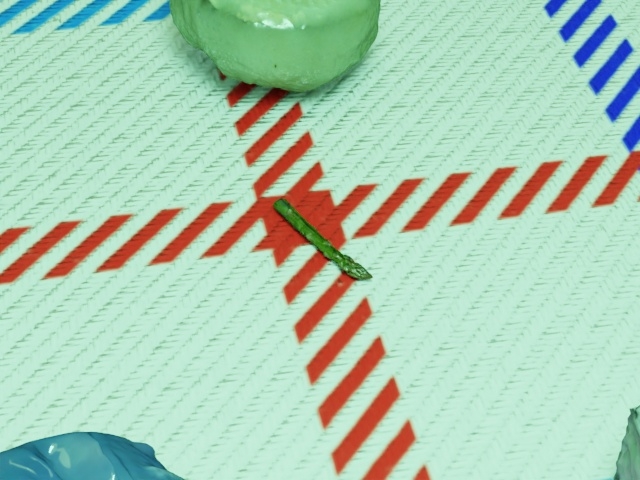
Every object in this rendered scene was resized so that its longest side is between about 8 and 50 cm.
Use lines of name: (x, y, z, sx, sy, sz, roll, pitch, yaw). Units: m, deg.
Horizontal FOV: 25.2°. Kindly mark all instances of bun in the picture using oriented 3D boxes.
bun: (-0.045, -0.206, 1.295, 0.195, 0.118, 0.195, 6, 45, -6)

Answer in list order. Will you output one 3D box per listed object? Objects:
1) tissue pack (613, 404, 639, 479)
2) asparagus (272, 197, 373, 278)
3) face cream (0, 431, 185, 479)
tissue pack: (0.383, 0.208, 0.885, 0.361, 0.122, 0.259, -3, 42, -4)
asparagus: (0.000, 0.000, 1.154, 0.015, 0.014, 0.114, -38, 56, -14)
face cream: (-0.109, 0.247, 0.719, 0.249, 0.249, 0.225, -33, 53, -32)
